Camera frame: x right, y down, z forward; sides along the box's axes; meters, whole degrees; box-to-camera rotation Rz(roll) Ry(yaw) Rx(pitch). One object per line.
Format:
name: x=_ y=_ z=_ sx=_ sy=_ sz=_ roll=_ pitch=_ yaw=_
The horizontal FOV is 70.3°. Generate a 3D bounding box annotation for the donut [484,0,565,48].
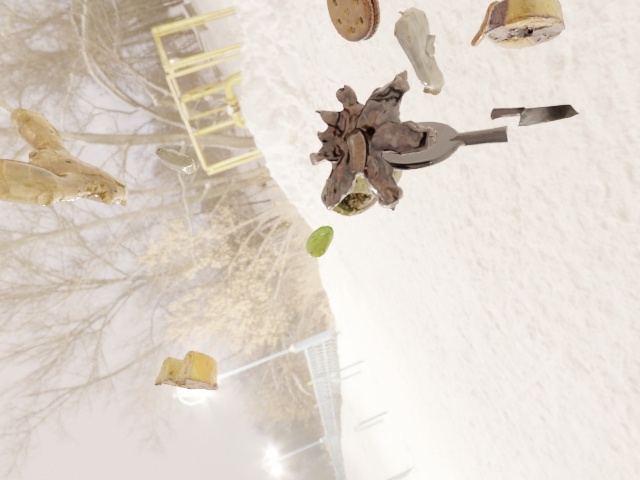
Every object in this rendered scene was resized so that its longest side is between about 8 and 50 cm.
donut: x=0.461 y=-0.496 z=1.028 sx=0.166 sy=0.183 sz=0.074 roll=6 pitch=98 yaw=52

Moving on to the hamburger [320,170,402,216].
hamburger: x=0.132 y=-0.191 z=1.322 sx=0.168 sy=0.192 sz=0.288 roll=-53 pitch=13 yaw=49

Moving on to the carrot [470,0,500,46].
carrot: x=0.432 y=-0.557 z=1.195 sx=0.190 sy=0.037 sz=0.037 roll=82 pitch=166 yaw=-81

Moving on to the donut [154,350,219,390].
donut: x=-0.386 y=0.412 z=1.395 sx=0.259 sy=0.152 sz=0.101 roll=-25 pitch=49 yaw=43

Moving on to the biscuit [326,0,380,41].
biscuit: x=0.110 y=-0.785 z=1.546 sx=0.220 sy=0.066 sz=0.221 roll=43 pitch=156 yaw=25

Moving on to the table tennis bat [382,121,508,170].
table tennis bat: x=0.212 y=-0.178 z=0.818 sx=0.150 sy=0.236 sz=0.027 roll=-74 pitch=-26 yaw=-45

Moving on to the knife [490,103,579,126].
knife: x=0.547 y=-0.323 z=1.178 sx=0.230 sy=0.060 sz=0.028 roll=11 pitch=166 yaw=47

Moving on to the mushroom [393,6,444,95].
mushroom: x=0.288 y=-0.528 z=1.294 sx=0.278 sy=0.099 sz=0.096 roll=52 pitch=-159 yaw=-39

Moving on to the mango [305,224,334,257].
mango: x=0.000 y=0.000 z=1.242 sx=0.108 sy=0.056 sz=0.074 roll=-42 pitch=35 yaw=37

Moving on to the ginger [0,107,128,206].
ginger: x=-0.640 y=-0.157 z=1.149 sx=0.348 sy=0.122 sz=0.363 roll=34 pitch=-167 yaw=-34

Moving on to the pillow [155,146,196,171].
pillow: x=-0.461 y=-0.256 z=1.470 sx=0.208 sy=0.119 sz=0.053 roll=-179 pitch=110 yaw=-78

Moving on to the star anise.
star anise: x=0.081 y=-0.149 z=0.741 sx=0.099 sy=0.214 sz=0.220 roll=-34 pitch=-67 yaw=-72
